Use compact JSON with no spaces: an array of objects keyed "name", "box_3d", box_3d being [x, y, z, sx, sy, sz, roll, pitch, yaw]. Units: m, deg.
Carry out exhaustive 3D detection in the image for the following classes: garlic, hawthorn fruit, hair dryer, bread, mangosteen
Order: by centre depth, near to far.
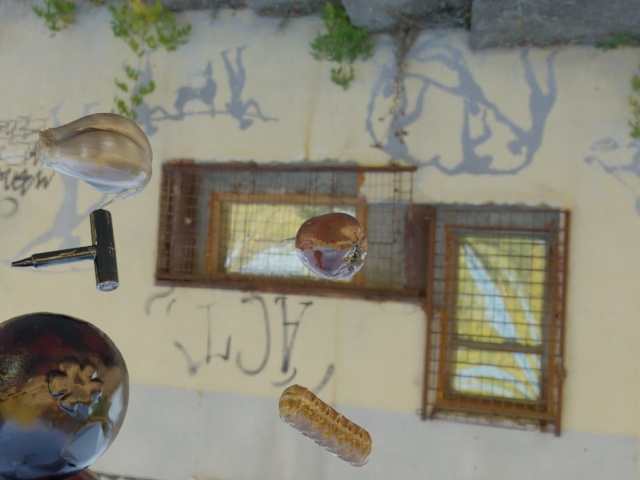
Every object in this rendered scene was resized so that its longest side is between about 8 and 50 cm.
[{"name":"bread","box_3d":[0.008,0.242,0.874,0.157,0.052,0.044,40,153,-24]},{"name":"mangosteen","box_3d":[-0.477,0.271,1.157,0.311,0.311,0.311,3,178,0]},{"name":"hair dryer","box_3d":[-0.500,0.014,1.322,0.194,0.173,0.050,4,145,-30]},{"name":"hawthorn fruit","box_3d":[0.007,0.000,1.385,0.189,0.149,0.149,29,-178,10]},{"name":"garlic","box_3d":[-0.540,-0.184,1.774,0.231,0.246,0.340,47,174,30]}]

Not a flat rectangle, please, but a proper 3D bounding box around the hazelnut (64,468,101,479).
[{"name":"hazelnut","box_3d":[-0.563,0.609,1.264,0.359,0.359,0.409,6,141,-46]}]
